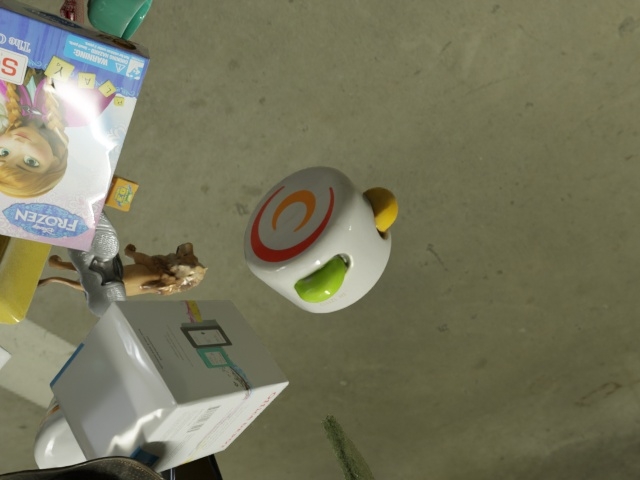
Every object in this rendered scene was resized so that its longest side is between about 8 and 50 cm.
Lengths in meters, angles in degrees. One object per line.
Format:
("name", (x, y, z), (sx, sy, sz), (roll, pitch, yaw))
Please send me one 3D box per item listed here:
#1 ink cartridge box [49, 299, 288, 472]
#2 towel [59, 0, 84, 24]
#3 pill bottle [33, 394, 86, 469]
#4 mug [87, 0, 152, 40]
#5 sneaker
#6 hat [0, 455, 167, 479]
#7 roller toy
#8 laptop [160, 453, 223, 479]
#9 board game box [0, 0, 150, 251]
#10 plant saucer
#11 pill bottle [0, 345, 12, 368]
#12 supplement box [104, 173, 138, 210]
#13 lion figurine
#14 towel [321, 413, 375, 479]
("ink cartridge box", (-0.233, 0.230, 0.984), (0.198, 0.197, 0.270), (-48, 154, 18))
("towel", (-0.538, -0.464, 1.335), (0.031, 0.274, 0.198), (0, 133, -18))
("pill bottle", (-0.422, 0.316, 1.150), (0.162, 0.278, 0.162), (-3, 106, -10))
("mug", (-0.442, -0.515, 1.345), (0.097, 0.157, 0.129), (35, 124, -15))
("sneaker", (-0.495, 0.027, 1.349), (0.101, 0.153, 0.268), (-12, 119, -18))
("hat", (-0.328, 0.436, 0.795), (0.332, 0.134, 0.331), (-7, 122, -12))
("roller toy", (0.000, 0.000, 0.899), (0.191, 0.209, 0.146), (8, 155, 43))
("laptop", (-0.219, 0.500, 1.200), (0.137, 0.234, 0.264), (-24, 160, -3))
("board game box", (-0.433, -0.160, 0.825), (0.319, 0.066, 0.317), (13, 116, -26))
("plant saucer", (-0.788, 0.007, 1.389), (0.333, 0.332, 0.081), (4, 154, 10))
("pill bottle", (-0.732, 0.295, 1.112), (0.176, 0.318, 0.176), (30, 156, 15))
("supplement box", (-0.564, -0.147, 1.511), (0.080, 0.234, 0.078), (24, 88, -66))
("lion figurine", (-0.512, 0.098, 1.605), (0.392, 0.240, 0.142), (-20, 120, -42))
("towel", (0.050, 0.315, 0.848), (0.027, 0.148, 0.110), (-32, 117, -2))
